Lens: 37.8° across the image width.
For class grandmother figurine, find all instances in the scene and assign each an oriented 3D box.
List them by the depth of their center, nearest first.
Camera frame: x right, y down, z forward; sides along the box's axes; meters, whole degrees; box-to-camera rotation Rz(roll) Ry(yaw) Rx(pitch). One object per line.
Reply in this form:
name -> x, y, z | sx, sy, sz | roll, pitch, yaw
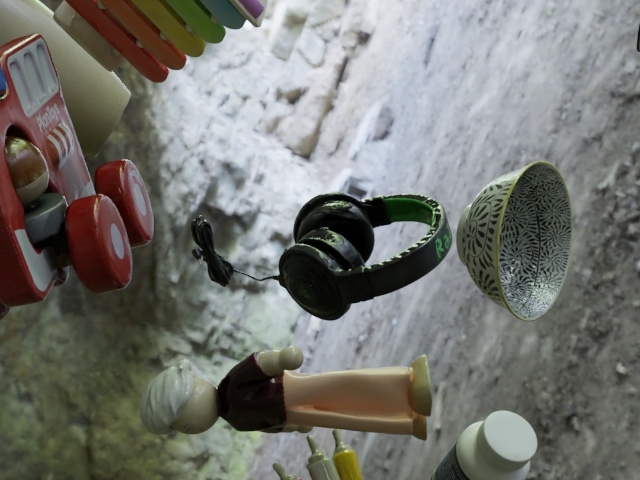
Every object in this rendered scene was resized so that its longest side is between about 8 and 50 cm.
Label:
grandmother figurine -> -0.044, 0.189, 1.113 | 0.104, 0.343, 0.207 | -92, 0, -45

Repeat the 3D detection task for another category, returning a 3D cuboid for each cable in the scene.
cable -> 0.037, 0.379, 1.145 | 0.139, 0.287, 0.072 | -25, -21, -24

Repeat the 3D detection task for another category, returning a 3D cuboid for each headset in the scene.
headset -> 0.000, 0.000, 1.447 | 0.243, 0.394, 0.185 | -71, -37, -59

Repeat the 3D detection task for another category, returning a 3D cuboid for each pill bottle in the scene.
pill bottle -> 0.204, 0.285, 1.171 | 0.169, 0.094, 0.094 | 112, 174, -46

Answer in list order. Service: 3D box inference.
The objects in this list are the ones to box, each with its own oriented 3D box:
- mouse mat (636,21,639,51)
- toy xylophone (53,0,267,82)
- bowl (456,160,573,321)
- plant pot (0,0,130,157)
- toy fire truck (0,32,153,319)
mouse mat -> 0.367, -0.305, 0.957 | 0.152, 0.007, 0.189 | -45, -33, -29
toy xylophone -> -0.220, -0.321, 1.173 | 0.323, 0.236, 0.081 | -12, 47, 48
bowl -> 0.198, -0.002, 1.003 | 0.080, 0.170, 0.170 | 5, 71, 39
plant pot -> -0.464, -0.258, 1.539 | 0.256, 0.274, 0.256 | -51, 20, 26
toy fire truck -> -0.300, -0.071, 0.956 | 0.302, 0.169, 0.253 | -91, -14, -70
